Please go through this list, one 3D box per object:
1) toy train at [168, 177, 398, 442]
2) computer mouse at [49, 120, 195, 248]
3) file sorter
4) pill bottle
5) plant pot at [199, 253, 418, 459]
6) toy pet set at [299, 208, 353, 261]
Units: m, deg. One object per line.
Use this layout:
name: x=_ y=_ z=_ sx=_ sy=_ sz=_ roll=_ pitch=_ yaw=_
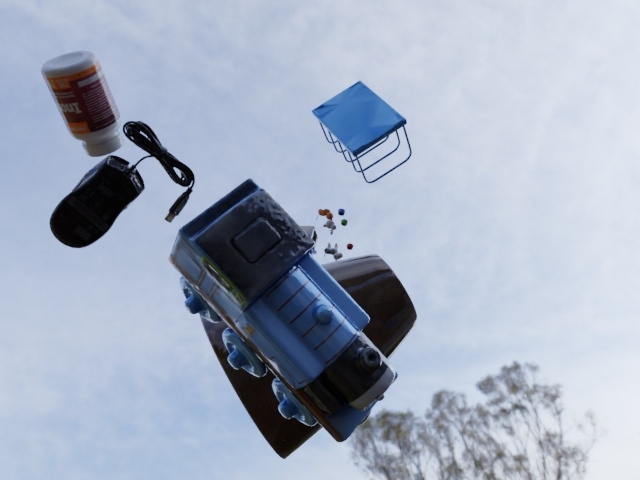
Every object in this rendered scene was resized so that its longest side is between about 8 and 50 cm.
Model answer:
toy train: x=-0.024 y=0.051 z=0.381 sx=0.184 sy=0.080 sz=0.105 roll=47 pitch=-29 yaw=3
computer mouse: x=-0.364 y=-0.077 z=1.068 sx=0.184 sy=0.060 sz=0.262 roll=41 pitch=-102 yaw=-29
file sorter: x=0.084 y=-0.212 z=1.124 sx=0.118 sy=0.170 sz=0.104 roll=-33 pitch=-40 yaw=-5
pill bottle: x=-0.370 y=-0.214 z=0.900 sx=0.086 sy=0.086 sz=0.152 roll=-7 pitch=-53 yaw=6
plant pot: x=0.001 y=0.121 z=0.728 sx=0.231 sy=0.215 sz=0.215 roll=-30 pitch=-45 yaw=-7
toy pet set: x=0.000 y=0.000 z=1.152 sx=0.114 sy=0.065 sz=0.122 roll=1 pitch=-40 yaw=17
